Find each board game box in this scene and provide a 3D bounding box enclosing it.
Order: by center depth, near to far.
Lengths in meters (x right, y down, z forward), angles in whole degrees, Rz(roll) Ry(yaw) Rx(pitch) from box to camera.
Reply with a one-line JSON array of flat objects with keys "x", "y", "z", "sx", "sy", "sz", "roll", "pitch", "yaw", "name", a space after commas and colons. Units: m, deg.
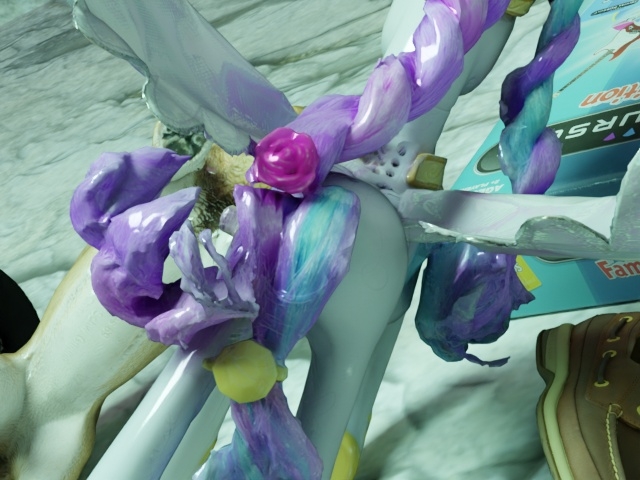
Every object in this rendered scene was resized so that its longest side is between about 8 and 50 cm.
[{"x": 0.245, "y": -0.100, "z": 0.843, "sx": 0.254, "sy": 0.079, "sz": 0.336, "roll": -11, "pitch": 28, "yaw": 39, "name": "board game box"}]

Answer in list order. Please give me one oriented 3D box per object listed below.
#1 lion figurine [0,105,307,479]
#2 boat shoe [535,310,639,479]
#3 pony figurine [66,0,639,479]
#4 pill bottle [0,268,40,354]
[{"x": -0.122, "y": 0.048, "z": 0.902, "sx": 0.392, "sy": 0.142, "sz": 0.240, "roll": -40, "pitch": 0, "yaw": -7, "name": "lion figurine"}, {"x": 0.129, "y": 0.079, "z": 0.625, "sx": 0.060, "sy": 0.064, "sz": 0.178, "roll": -25, "pitch": 20, "yaw": 17, "name": "boat shoe"}, {"x": 0.000, "y": 0.000, "z": 0.615, "sx": 0.363, "sy": 0.303, "sz": 0.351, "roll": -64, "pitch": -4, "yaw": 11, "name": "pony figurine"}, {"x": -0.308, "y": 0.105, "z": 1.037, "sx": 0.219, "sy": 0.123, "sz": 0.123, "roll": -23, "pitch": 23, "yaw": 19, "name": "pill bottle"}]
